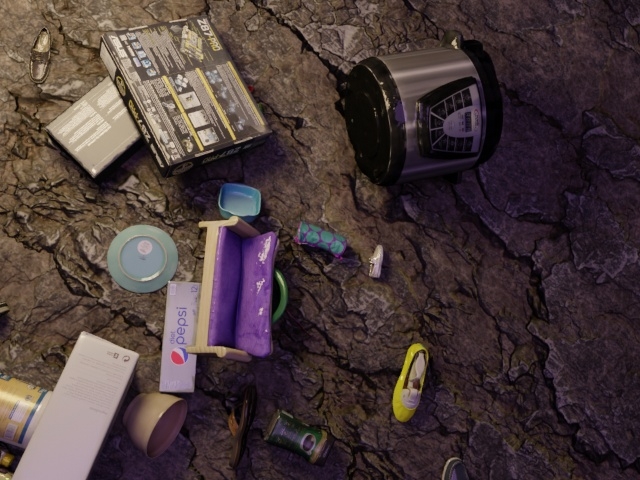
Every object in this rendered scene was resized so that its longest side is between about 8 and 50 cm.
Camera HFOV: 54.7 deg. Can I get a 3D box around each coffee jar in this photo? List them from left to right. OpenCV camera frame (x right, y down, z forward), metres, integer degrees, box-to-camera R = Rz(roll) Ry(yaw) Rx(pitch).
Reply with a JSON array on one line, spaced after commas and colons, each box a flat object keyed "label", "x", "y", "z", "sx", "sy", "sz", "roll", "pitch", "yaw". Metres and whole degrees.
[{"label": "coffee jar", "x": -0.056, "y": 0.542, "z": 1.692, "sx": 0.184, "sy": 0.079, "sz": 0.096, "roll": 29, "pitch": 75, "yaw": -8}]

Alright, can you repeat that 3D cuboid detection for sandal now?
[{"label": "sandal", "x": -0.221, "y": 0.498, "z": 1.668, "sx": 0.060, "sy": 0.090, "sz": 0.219, "roll": 13, "pitch": 87, "yaw": 10}]

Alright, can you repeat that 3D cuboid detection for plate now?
[{"label": "plate", "x": -0.482, "y": 0.049, "z": 1.682, "sx": 0.188, "sy": 0.024, "sz": 0.188, "roll": 2, "pitch": 83, "yaw": -13}]

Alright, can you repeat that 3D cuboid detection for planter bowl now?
[{"label": "planter bowl", "x": -0.434, "y": 0.458, "z": 1.584, "sx": 0.109, "sy": 0.162, "sz": 0.162, "roll": 23, "pitch": 77, "yaw": 17}]

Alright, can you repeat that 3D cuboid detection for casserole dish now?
[{"label": "casserole dish", "x": -0.224, "y": -0.102, "z": 1.708, "sx": 0.114, "sy": 0.188, "sz": 0.037, "roll": 11, "pitch": 121, "yaw": -11}]

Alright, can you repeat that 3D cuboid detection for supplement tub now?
[{"label": "supplement tub", "x": -0.765, "y": 0.407, "z": 1.503, "sx": 0.199, "sy": 0.144, "sz": 0.144, "roll": 23, "pitch": 78, "yaw": -10}]

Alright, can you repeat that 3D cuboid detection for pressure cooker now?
[{"label": "pressure cooker", "x": 0.313, "y": -0.365, "z": 1.754, "sx": 0.420, "sy": 0.370, "sz": 0.376, "roll": -12, "pitch": 69, "yaw": -16}]

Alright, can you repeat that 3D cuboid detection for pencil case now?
[{"label": "pencil case", "x": 0.000, "y": 0.000, "z": 1.784, "sx": 0.151, "sy": 0.064, "sz": 0.070, "roll": 19, "pitch": 63, "yaw": -10}]

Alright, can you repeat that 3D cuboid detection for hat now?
[{"label": "hat", "x": -0.134, "y": 0.185, "z": 1.749, "sx": 0.172, "sy": 0.183, "sz": 0.209, "roll": -18, "pitch": 68, "yaw": 16}]

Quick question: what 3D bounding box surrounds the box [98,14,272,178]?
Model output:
[{"label": "box", "x": -0.358, "y": -0.395, "z": 1.654, "sx": 0.318, "sy": 0.097, "sz": 0.395, "roll": -26, "pitch": 83, "yaw": -30}]

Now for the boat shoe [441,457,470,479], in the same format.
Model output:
[{"label": "boat shoe", "x": 0.403, "y": 0.760, "z": 1.775, "sx": 0.095, "sy": 0.079, "sz": 0.255, "roll": 4, "pitch": 82, "yaw": -13}]

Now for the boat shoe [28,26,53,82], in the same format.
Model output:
[{"label": "boat shoe", "x": -0.760, "y": -0.504, "z": 1.672, "sx": 0.056, "sy": 0.049, "sz": 0.152, "roll": 5, "pitch": 82, "yaw": -13}]

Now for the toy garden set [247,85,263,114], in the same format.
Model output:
[{"label": "toy garden set", "x": -0.285, "y": -0.378, "z": 1.772, "sx": 0.244, "sy": 0.049, "sz": 0.204, "roll": -9, "pitch": 85, "yaw": -15}]

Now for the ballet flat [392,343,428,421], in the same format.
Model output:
[{"label": "ballet flat", "x": 0.265, "y": 0.411, "z": 1.788, "sx": 0.077, "sy": 0.077, "sz": 0.231, "roll": 18, "pitch": 79, "yaw": -12}]

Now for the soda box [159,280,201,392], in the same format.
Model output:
[{"label": "soda box", "x": -0.372, "y": 0.254, "z": 1.643, "sx": 0.091, "sy": 0.098, "sz": 0.287, "roll": 5, "pitch": 82, "yaw": -14}]

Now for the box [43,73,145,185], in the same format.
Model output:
[{"label": "box", "x": -0.570, "y": -0.307, "z": 1.667, "sx": 0.184, "sy": 0.103, "sz": 0.261, "roll": 45, "pitch": 75, "yaw": -2}]

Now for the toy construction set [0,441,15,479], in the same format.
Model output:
[{"label": "toy construction set", "x": -0.862, "y": 0.570, "z": 1.467, "sx": 0.327, "sy": 0.151, "sz": 0.215, "roll": 30, "pitch": 77, "yaw": -19}]

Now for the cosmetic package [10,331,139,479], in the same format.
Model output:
[{"label": "cosmetic package", "x": -0.579, "y": 0.441, "z": 1.467, "sx": 0.156, "sy": 0.217, "sz": 0.385, "roll": 24, "pitch": 61, "yaw": -9}]

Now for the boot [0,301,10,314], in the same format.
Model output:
[{"label": "boot", "x": -0.914, "y": 0.133, "z": 1.535, "sx": 0.236, "sy": 0.085, "sz": 0.179, "roll": -14, "pitch": 84, "yaw": -14}]

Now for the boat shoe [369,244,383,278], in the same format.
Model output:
[{"label": "boat shoe", "x": 0.162, "y": 0.061, "z": 1.832, "sx": 0.035, "sy": 0.035, "sz": 0.100, "roll": 9, "pitch": 87, "yaw": -15}]

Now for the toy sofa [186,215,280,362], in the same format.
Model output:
[{"label": "toy sofa", "x": -0.223, "y": 0.129, "z": 1.614, "sx": 0.177, "sy": 0.150, "sz": 0.363, "roll": -3, "pitch": 74, "yaw": 20}]
